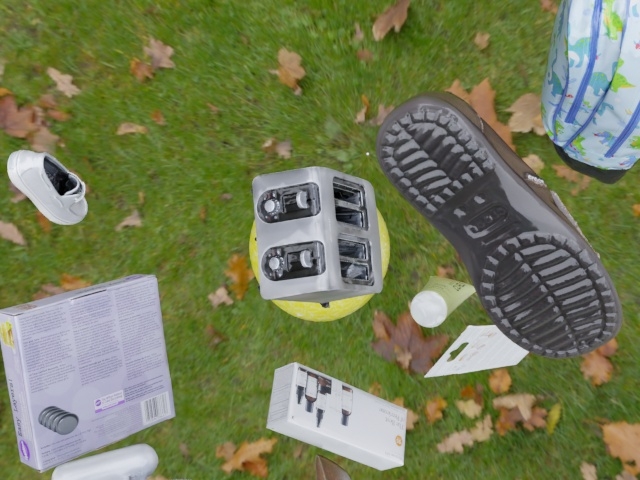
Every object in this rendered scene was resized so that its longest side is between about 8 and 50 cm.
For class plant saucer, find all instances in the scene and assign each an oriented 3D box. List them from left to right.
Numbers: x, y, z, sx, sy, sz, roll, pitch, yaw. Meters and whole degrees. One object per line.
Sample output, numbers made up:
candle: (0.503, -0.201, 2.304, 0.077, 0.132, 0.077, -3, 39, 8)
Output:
plant saucer: (0.028, 0.338, 1.014, 0.036, 0.198, 0.199, -8, 95, -6)

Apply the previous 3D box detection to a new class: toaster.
toaster: (0.000, 0.000, 1.213, 0.110, 0.185, 0.168, -9, 79, 30)

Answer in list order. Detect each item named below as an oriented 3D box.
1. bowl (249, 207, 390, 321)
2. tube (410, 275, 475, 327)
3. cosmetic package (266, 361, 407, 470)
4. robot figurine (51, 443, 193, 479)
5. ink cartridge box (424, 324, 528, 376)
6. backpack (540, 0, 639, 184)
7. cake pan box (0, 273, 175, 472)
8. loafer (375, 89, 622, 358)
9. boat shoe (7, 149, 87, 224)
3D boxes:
bowl: (0.021, 0.004, 1.734, 0.289, 0.156, 0.290, 4, 78, -20)
tube: (0.210, 0.093, 1.558, 0.062, 0.240, 0.070, -36, 85, 20)
cosmetic package: (0.032, 0.281, 1.424, 0.239, 0.060, 0.099, 27, 56, -30)
robot figurine: (-0.236, 0.392, 1.053, 0.353, 0.200, 0.300, -6, 70, -13)
ink cartridge box: (0.249, 0.142, 1.328, 0.179, 0.145, 0.045, -1, 53, -27)
backpack: (0.426, -0.268, 1.244, 0.273, 0.355, 0.290, 19, 82, -6)
cake pan box: (-0.354, 0.196, 1.411, 0.070, 0.266, 0.246, 7, 107, 45)
loafer: (0.204, -0.026, 0.957, 0.133, 0.130, 0.366, -27, 114, 27)
boat shoe: (-0.375, -0.077, 1.298, 0.063, 0.184, 0.066, -2, 61, 15)
